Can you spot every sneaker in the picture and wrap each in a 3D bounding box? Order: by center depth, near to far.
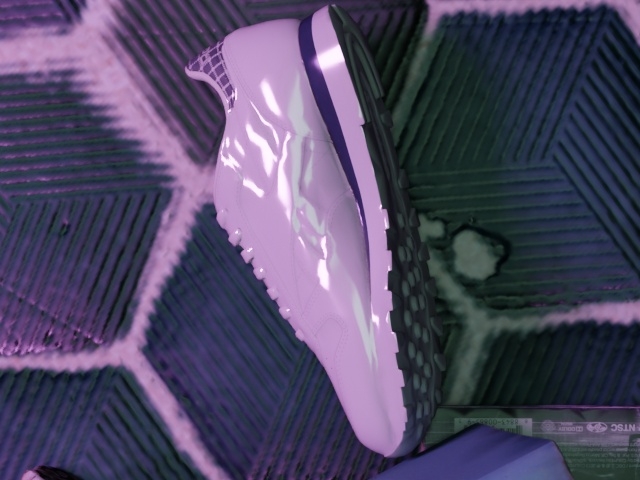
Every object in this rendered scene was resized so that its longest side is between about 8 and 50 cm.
[{"bbox_3d":[0.000,0.000,0.737,0.095,0.090,0.235,-15,85,14],"label":"sneaker"}]

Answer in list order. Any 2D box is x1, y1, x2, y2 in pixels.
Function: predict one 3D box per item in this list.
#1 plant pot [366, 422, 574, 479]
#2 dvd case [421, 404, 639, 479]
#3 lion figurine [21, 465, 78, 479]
[{"bbox_3d":[0.016,0.210,0.648,0.234,0.165,0.166,-23,88,-7],"label":"plant pot"},{"bbox_3d":[0.136,0.198,0.753,0.164,0.018,0.221,0,88,1],"label":"dvd case"},{"bbox_3d":[-0.305,0.186,0.709,0.392,0.142,0.240,23,92,0],"label":"lion figurine"}]
